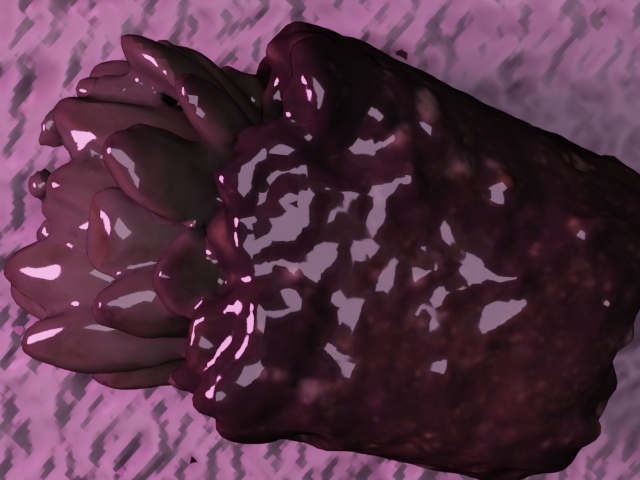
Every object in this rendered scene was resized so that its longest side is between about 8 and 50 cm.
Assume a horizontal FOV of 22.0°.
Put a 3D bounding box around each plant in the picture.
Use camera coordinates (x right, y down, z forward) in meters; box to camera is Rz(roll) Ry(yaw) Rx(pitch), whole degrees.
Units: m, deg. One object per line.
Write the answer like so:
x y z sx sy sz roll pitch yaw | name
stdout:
0.000 0.000 0.520 0.194 0.132 0.129 15 90 -4 | plant
